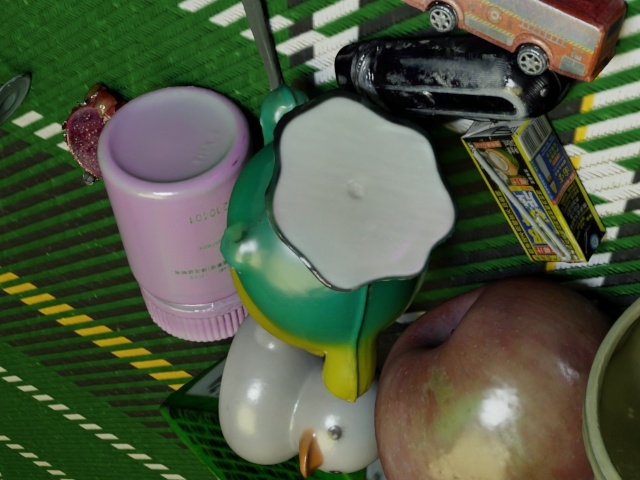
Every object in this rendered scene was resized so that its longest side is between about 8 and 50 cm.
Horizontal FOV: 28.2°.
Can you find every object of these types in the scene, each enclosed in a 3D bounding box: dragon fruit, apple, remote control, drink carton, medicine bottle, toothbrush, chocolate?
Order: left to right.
[{"bbox_3d":[-0.266,-0.137,1.616,0.112,0.068,0.126,5,124,29],"label":"dragon fruit"},{"bbox_3d":[-0.154,-0.026,1.529,0.178,0.178,0.291,24,147,24],"label":"medicine bottle"},{"bbox_3d":[-0.068,-0.233,1.309,0.030,0.031,0.297,-2,135,13],"label":"toothbrush"},{"bbox_3d":[-0.006,0.323,1.848,0.360,0.161,0.341,0,132,48],"label":"chocolate"},{"bbox_3d":[0.109,-0.147,1.195,0.265,0.066,0.090,5,134,43],"label":"remote control"},{"bbox_3d":[0.186,0.175,1.330,0.235,0.306,0.305,50,148,-10],"label":"apple"},{"bbox_3d":[0.207,-0.051,1.229,0.071,0.056,0.166,3,135,49],"label":"drink carton"}]

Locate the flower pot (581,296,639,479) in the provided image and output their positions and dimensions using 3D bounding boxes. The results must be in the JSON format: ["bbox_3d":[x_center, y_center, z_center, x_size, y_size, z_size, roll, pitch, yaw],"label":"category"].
[{"bbox_3d":[0.397,0.188,1.128,0.307,0.307,0.244,16,158,33],"label":"flower pot"}]

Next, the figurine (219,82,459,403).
[{"bbox_3d":[0.000,0.000,1.328,0.340,0.231,0.324,120,133,-69],"label":"figurine"}]

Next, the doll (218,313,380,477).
[{"bbox_3d":[-0.003,0.179,1.535,0.221,0.251,0.221,10,131,12],"label":"doll"}]

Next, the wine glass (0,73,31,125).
[{"bbox_3d":[-0.512,-0.309,1.613,0.309,0.096,0.264,39,151,2],"label":"wine glass"}]

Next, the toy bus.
[{"bbox_3d":[0.160,-0.202,1.076,0.192,0.065,0.077,28,137,17],"label":"toy bus"}]
